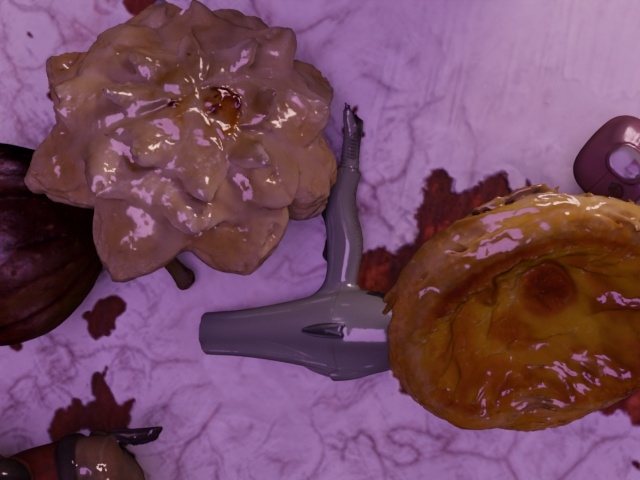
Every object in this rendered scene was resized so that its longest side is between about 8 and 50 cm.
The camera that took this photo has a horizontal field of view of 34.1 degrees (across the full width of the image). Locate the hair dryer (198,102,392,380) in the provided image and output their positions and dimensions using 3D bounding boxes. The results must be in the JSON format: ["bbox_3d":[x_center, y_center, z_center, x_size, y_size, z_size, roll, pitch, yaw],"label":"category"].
[{"bbox_3d":[-0.030,0.024,1.060,0.229,0.092,0.267,-20,76,14],"label":"hair dryer"}]

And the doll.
[{"bbox_3d":[-0.316,0.271,1.050,0.330,0.235,0.174,-6,49,1],"label":"doll"}]

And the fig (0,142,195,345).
[{"bbox_3d":[-0.275,-0.010,1.032,0.250,0.186,0.203,-16,72,1],"label":"fig"}]

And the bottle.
[{"bbox_3d":[0.343,-0.021,0.975,0.233,0.110,0.110,41,97,4],"label":"bottle"}]

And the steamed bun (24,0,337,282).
[{"bbox_3d":[-0.126,-0.101,0.954,0.295,0.137,0.292,34,71,-1],"label":"steamed bun"}]

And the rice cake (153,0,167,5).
[{"bbox_3d":[-0.107,-0.146,1.066,0.222,0.042,0.080,42,93,5],"label":"rice cake"}]

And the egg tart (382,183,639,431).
[{"bbox_3d":[0.195,0.055,0.961,0.295,0.116,0.294,-4,129,-5],"label":"egg tart"}]
